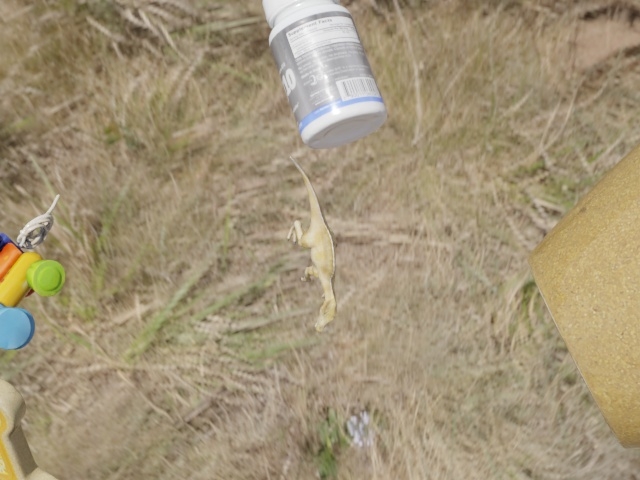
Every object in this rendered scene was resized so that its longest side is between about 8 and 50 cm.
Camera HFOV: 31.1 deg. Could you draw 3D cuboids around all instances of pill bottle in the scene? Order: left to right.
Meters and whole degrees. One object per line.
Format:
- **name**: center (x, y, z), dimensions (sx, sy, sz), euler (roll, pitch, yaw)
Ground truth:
- **pill bottle**: center (0.001, -0.155, 0.994), dimensions (0.078, 0.078, 0.137), euler (-18, 77, -4)

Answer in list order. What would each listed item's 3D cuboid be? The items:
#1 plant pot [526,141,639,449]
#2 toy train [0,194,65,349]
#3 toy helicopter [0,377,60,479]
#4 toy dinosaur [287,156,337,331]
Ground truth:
- **plant pot**: center (0.250, 0.004, 0.607), dimensions (0.254, 0.237, 0.237), euler (-28, 70, 12)
- **toy train**: center (-0.381, 0.035, 1.494), dimensions (0.143, 0.105, 0.248), euler (9, 56, 45)
- **toy helicopter**: center (-0.408, 0.305, 1.485), dimensions (0.235, 0.355, 0.140), euler (9, 39, 17)
- **toy dinosaur**: center (0.000, 0.000, 1.199), dimensions (0.053, 0.092, 0.183), euler (-10, 94, -12)
